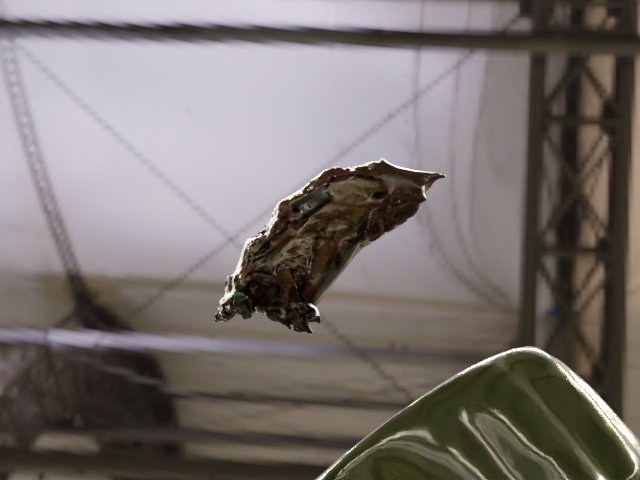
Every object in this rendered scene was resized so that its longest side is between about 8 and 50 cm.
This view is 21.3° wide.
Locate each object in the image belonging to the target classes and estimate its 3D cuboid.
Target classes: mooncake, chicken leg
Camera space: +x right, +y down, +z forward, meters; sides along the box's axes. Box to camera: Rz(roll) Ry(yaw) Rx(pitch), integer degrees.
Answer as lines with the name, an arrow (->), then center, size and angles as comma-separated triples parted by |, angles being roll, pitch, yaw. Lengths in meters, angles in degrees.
mooncake -> 0.102, 0.253, 1.377 | 0.351, 0.187, 0.351 | -34, -17, -12
chicken leg -> 0.000, 0.000, 1.516 | 0.105, 0.234, 0.063 | 40, -11, 13
